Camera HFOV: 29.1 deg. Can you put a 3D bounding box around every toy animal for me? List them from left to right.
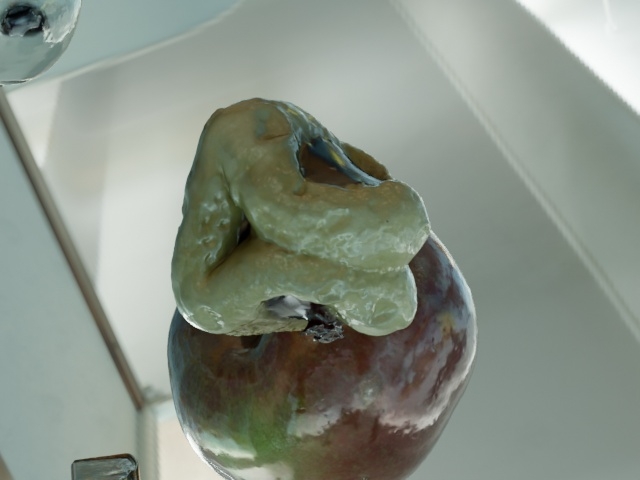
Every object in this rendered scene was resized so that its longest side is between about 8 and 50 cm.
[{"bbox_3d":[-0.259,-0.167,0.850,0.179,0.138,0.166,18,-136,0],"label":"toy animal"}]

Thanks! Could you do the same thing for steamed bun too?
[{"bbox_3d":[0.000,0.000,0.843,0.155,0.172,0.141,18,-173,31],"label":"steamed bun"}]

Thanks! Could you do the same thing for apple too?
[{"bbox_3d":[0.004,0.116,1.313,0.348,0.277,0.348,-27,-134,32],"label":"apple"}]

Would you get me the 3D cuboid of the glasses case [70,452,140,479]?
[{"bbox_3d":[-0.144,0.270,0.894,0.049,0.218,0.075,-7,-175,-12],"label":"glasses case"}]
